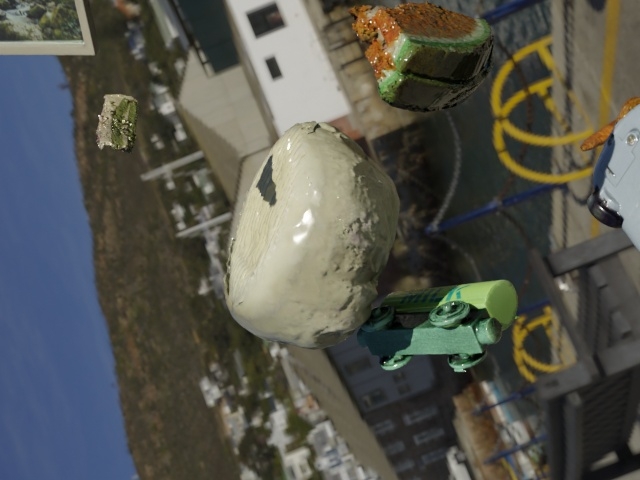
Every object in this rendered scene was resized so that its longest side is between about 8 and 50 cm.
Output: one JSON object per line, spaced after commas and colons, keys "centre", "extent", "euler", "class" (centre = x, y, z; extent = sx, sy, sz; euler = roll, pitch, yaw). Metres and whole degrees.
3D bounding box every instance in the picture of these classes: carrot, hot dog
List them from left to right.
{"centre": [0.687, -0.253, 2.254], "extent": [0.057, 0.224, 0.057], "euler": [47, 152, 34], "class": "carrot"}
{"centre": [0.468, -0.178, 1.443], "extent": [0.035, 0.058, 0.083], "euler": [58, 159, 32], "class": "hot dog"}

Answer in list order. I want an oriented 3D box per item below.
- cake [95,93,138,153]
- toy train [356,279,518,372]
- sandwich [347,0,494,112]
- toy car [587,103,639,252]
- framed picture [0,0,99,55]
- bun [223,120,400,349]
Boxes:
{"centre": [-0.260, -0.134, 1.216], "extent": [0.140, 0.051, 0.055], "euler": [-100, 25, -56], "class": "cake"}
{"centre": [0.175, 0.117, 1.425], "extent": [0.157, 0.253, 0.105], "euler": [-41, -69, -41], "class": "toy train"}
{"centre": [0.135, -0.229, 1.114], "extent": [0.235, 0.079, 0.159], "euler": [-8, -127, -44], "class": "sandwich"}
{"centre": [0.509, -0.061, 1.268], "extent": [0.270, 0.212, 0.180], "euler": [59, 141, 36], "class": "toy car"}
{"centre": [-0.489, -0.394, 1.440], "extent": [0.020, 0.324, 0.240], "euler": [-47, -42, -53], "class": "framed picture"}
{"centre": [0.000, 0.000, 1.421], "extent": [0.360, 0.211, 0.359], "euler": [-162, 90, -74], "class": "bun"}
